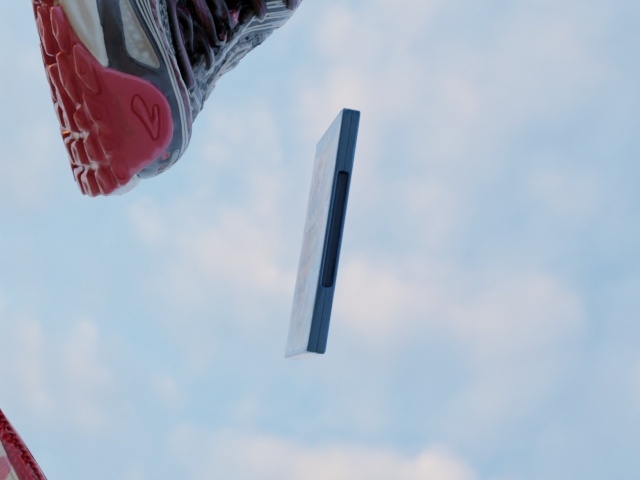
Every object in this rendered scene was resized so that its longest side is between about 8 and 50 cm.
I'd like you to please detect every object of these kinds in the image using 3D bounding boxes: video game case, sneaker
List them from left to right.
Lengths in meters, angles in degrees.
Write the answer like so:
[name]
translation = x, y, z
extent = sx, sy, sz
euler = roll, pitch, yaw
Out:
[sneaker]
translation = -0.061, -0.122, 0.536
extent = 0.112, 0.299, 0.120
euler = -2, -58, 3
[video game case]
translation = 0.000, 0.000, 0.824
extent = 0.119, 0.015, 0.166
euler = 137, -38, -78

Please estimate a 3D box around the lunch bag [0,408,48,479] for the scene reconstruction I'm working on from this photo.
[lunch bag]
translation = -0.212, 0.120, 0.300
extent = 0.293, 0.120, 0.258
euler = -36, -91, 9
